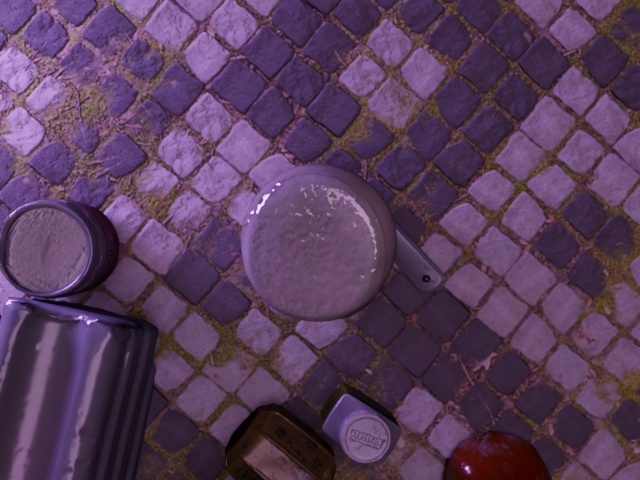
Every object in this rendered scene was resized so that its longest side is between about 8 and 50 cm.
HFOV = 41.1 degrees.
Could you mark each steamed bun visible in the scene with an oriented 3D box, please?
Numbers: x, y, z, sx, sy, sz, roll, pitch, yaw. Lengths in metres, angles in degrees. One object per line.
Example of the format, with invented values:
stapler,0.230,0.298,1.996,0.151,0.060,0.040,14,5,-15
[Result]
steamed bun,0.000,0.000,1.535,0.283,0.177,0.283,2,101,11

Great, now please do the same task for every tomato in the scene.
tomato,0.349,0.472,1.596,0.228,0.112,0.199,38,87,-5

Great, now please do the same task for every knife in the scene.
knife,0.126,-0.002,1.618,0.265,0.040,0.073,43,100,-2

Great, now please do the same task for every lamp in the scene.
lamp,-0.073,0.398,1.553,0.185,0.161,0.161,38,89,-5

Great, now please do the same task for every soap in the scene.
soap,-0.435,0.325,1.455,0.213,0.350,0.435,12,88,5

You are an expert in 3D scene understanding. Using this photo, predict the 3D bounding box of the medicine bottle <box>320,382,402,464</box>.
medicine bottle,0.073,0.335,1.540,0.132,0.188,0.088,34,89,-3

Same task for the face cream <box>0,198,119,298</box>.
face cream,-0.460,0.014,1.511,0.175,0.195,0.175,0,89,-2
